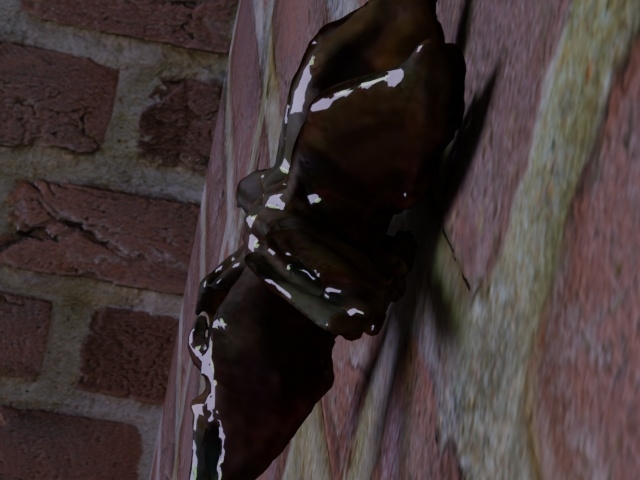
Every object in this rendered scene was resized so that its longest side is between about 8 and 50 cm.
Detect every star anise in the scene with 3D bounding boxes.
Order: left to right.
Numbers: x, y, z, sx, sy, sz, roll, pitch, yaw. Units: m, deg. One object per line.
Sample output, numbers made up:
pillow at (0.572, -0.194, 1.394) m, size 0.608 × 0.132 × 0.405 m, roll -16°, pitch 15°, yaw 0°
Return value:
star anise at (0.000, 0.001, 0.761) m, size 0.288 × 0.088 × 0.288 m, roll -155°, pitch 90°, yaw -83°
